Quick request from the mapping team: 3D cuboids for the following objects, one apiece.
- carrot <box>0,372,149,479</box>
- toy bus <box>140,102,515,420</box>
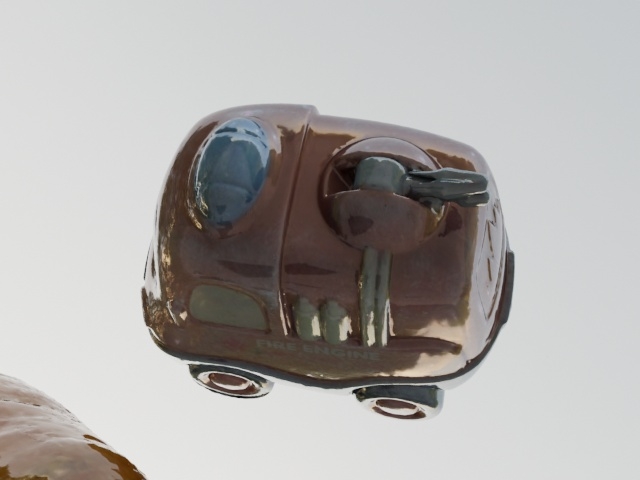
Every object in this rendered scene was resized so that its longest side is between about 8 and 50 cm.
[{"bbox_3d":[-0.134,0.139,0.485,0.225,0.159,0.159,-5,-64,49],"label":"carrot"},{"bbox_3d":[0.000,0.000,0.787,0.294,0.197,0.232,8,-26,10],"label":"toy bus"}]
